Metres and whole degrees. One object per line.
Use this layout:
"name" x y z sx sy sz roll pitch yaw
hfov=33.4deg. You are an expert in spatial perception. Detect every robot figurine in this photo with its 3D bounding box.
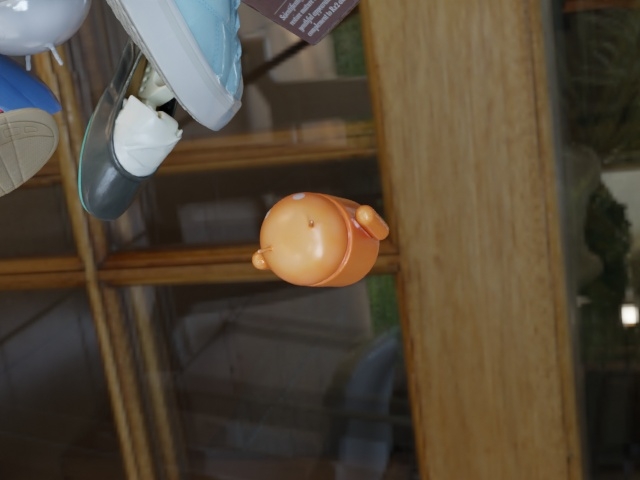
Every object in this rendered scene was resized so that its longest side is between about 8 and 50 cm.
"robot figurine" -0.451 -0.421 1.538 0.300 0.199 0.354 19 -54 63
"robot figurine" 0.002 -0.001 1.441 0.219 0.158 0.128 5 102 -65

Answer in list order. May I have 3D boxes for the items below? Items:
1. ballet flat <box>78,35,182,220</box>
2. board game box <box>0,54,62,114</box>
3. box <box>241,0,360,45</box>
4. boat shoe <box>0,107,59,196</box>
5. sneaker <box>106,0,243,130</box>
"ballet flat" -0.197 -0.158 1.206 0.095 0.096 0.281 29 68 -43
"board game box" -0.481 -0.225 1.650 0.133 0.033 0.169 42 22 -6
"box" -0.006 -0.323 0.948 0.168 0.167 0.203 -29 -145 63
"boat shoe" -0.450 -0.083 1.268 0.285 0.092 0.103 -37 134 -21
"sneaker" -0.093 -0.216 0.810 0.135 0.150 0.366 55 -5 24
